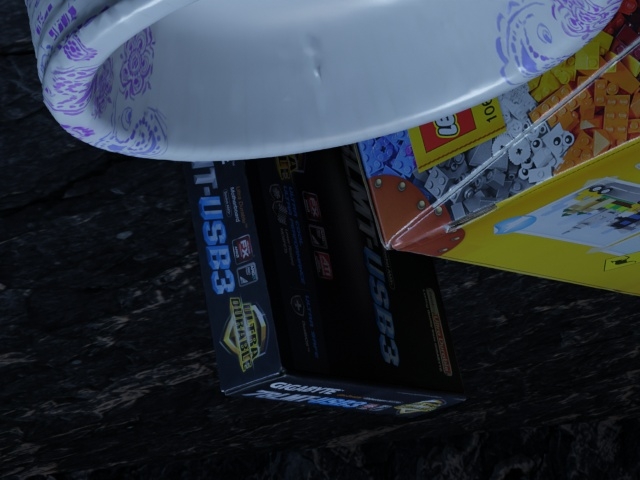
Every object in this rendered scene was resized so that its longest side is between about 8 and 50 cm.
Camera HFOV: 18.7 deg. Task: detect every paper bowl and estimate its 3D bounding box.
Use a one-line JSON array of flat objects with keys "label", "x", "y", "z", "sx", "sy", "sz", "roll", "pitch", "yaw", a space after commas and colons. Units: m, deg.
[{"label": "paper bowl", "x": -0.005, "y": -0.152, "z": 0.935, "sx": 0.284, "sy": 0.148, "sz": 0.284, "roll": -13, "pitch": 166, "yaw": -3}]

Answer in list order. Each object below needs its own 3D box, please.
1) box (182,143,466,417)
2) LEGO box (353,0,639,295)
[{"label": "box", "x": 0.000, "y": 0.000, "z": 1.696, "sx": 0.073, "sy": 0.296, "sz": 0.293, "roll": -22, "pitch": 160, "yaw": 31}, {"label": "LEGO box", "x": 0.320, "y": -0.114, "z": 1.746, "sx": 0.372, "sy": 0.193, "sz": 0.500, "roll": -25, "pitch": 159, "yaw": 32}]
